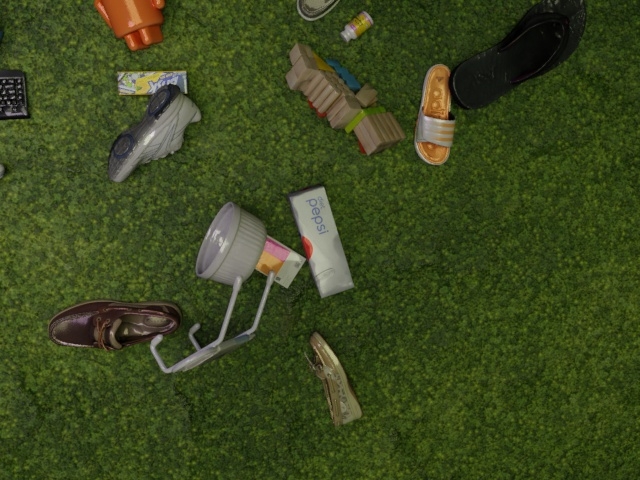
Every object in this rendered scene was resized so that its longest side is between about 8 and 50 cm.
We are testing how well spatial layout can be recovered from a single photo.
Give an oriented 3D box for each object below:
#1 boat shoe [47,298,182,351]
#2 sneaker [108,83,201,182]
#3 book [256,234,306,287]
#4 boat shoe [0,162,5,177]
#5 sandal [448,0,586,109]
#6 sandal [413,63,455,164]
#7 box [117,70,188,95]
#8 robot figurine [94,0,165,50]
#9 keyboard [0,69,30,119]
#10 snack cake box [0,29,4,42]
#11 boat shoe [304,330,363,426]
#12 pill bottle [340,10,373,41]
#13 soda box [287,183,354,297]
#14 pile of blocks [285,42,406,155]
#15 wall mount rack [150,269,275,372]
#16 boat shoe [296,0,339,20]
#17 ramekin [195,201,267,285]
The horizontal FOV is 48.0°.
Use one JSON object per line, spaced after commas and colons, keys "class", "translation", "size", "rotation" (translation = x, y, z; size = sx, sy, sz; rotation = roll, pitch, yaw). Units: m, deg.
{"class": "boat shoe", "translation": [-0.530, 0.222, 1.845], "size": [0.342, 0.123, 0.123], "rotation": [-2, 100, -8]}
{"class": "sneaker", "translation": [-0.414, -0.245, 1.788], "size": [0.297, 0.111, 0.129], "rotation": [-43, 137, 15]}
{"class": "book", "translation": [-0.124, 0.050, 1.922], "size": [0.144, 0.035, 0.096], "rotation": [33, 91, -13]}
{"class": "boat shoe", "translation": [-0.861, -0.108, 1.770], "size": [0.228, 0.079, 0.081], "rotation": [-31, 112, 3]}
{"class": "sandal", "translation": [0.540, -0.488, 1.872], "size": [0.446, 0.107, 0.167], "rotation": [-38, 104, -8]}
{"class": "sandal", "translation": [0.306, -0.331, 1.893], "size": [0.102, 0.076, 0.265], "rotation": [0, 100, -8]}
{"class": "box", "translation": [-0.415, -0.391, 1.790], "size": [0.169, 0.054, 0.059], "rotation": [-3, 100, -7]}
{"class": "robot figurine", "translation": [-0.456, -0.568, 1.716], "size": [0.128, 0.158, 0.219], "rotation": [-25, 104, -26]}
{"class": "keyboard", "translation": [-0.876, -0.311, 1.750], "size": [0.318, 0.033, 0.201], "rotation": [-4, 101, -7]}
{"class": "snack cake box", "translation": [-0.891, -0.500, 1.651], "size": [0.265, 0.152, 0.089], "rotation": [21, 96, -12]}
{"class": "boat shoe", "translation": [0.027, 0.383, 1.965], "size": [0.089, 0.104, 0.285], "rotation": [-26, 103, -6]}
{"class": "pill bottle", "translation": [0.092, -0.546, 1.841], "size": [0.083, 0.043, 0.043], "rotation": [-40, 103, 0]}
{"class": "soda box", "translation": [0.000, 0.000, 1.900], "size": [0.098, 0.091, 0.286], "rotation": [-18, 102, -4]}
{"class": "pile of blocks", "translation": [0.052, -0.353, 1.853], "size": [0.362, 0.149, 0.113], "rotation": [44, 134, -4]}
{"class": "wall mount rack", "translation": [-0.245, 0.208, 1.788], "size": [0.304, 0.350, 0.130], "rotation": [-32, 82, 16]}
{"class": "boat shoe", "translation": [0.047, -0.684, 1.786], "size": [0.109, 0.091, 0.305], "rotation": [37, 93, -12]}
{"class": "ramekin", "translation": [-0.221, 0.016, 1.818], "size": [0.109, 0.207, 0.207], "rotation": [25, 96, -21]}
